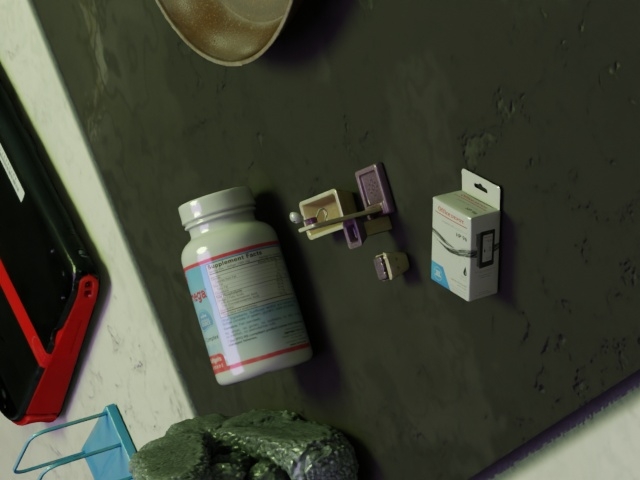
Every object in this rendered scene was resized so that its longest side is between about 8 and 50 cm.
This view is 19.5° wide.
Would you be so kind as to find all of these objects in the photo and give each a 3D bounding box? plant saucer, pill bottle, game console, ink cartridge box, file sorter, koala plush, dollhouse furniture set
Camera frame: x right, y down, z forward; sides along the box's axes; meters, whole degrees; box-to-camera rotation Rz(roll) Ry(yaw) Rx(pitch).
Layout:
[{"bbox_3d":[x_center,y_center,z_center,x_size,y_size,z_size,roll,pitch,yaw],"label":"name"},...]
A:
[{"bbox_3d":[-0.078,-0.298,1.505,0.310,0.050,0.310,33,131,49],"label":"plant saucer"},{"bbox_3d":[-0.069,0.039,1.604,0.087,0.087,0.160,-25,81,60],"label":"pill bottle"},{"bbox_3d":[-0.368,-0.009,2.143,0.386,0.060,0.342,59,144,25],"label":"game console"},{"bbox_3d":[0.105,-0.004,1.345,0.048,0.028,0.083,31,129,51],"label":"ink cartridge box"},{"bbox_3d":[-0.249,0.288,2.013,0.170,0.104,0.118,63,149,20],"label":"file sorter"},{"bbox_3d":[-0.070,0.275,1.635,0.203,0.196,0.221,-160,59,-69],"label":"koala plush"},{"bbox_3d":[0.000,0.000,1.473,0.114,0.081,0.091,-19,86,61],"label":"dollhouse furniture set"}]
